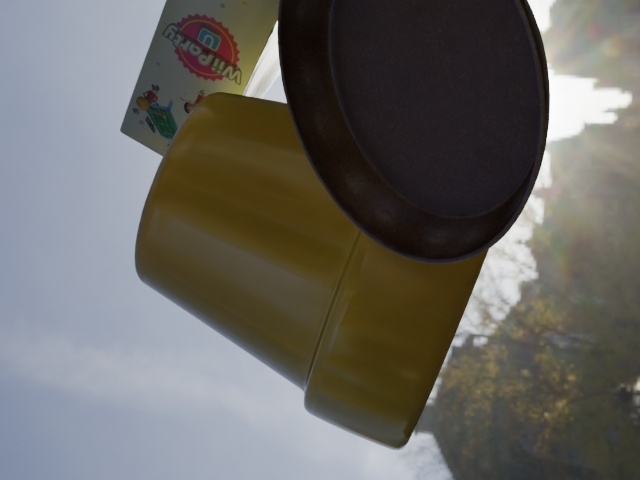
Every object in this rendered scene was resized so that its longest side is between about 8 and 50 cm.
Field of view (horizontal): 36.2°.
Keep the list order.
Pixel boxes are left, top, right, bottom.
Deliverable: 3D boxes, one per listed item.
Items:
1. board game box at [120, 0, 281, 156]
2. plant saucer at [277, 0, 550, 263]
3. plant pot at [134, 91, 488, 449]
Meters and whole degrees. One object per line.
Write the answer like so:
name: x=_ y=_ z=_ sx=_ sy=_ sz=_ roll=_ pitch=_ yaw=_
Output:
board game box: x=-0.055 y=-0.237 z=0.870 sx=0.303 sy=0.097 sz=0.224 roll=-57 pitch=4 yaw=44
plant saucer: x=0.041 y=-0.073 z=0.439 sx=0.029 sy=0.168 sz=0.168 roll=-23 pitch=-63 yaw=-32
plant pot: x=0.000 y=0.000 z=0.758 sx=0.254 sy=0.239 sz=0.254 roll=23 pitch=-90 yaw=-83
